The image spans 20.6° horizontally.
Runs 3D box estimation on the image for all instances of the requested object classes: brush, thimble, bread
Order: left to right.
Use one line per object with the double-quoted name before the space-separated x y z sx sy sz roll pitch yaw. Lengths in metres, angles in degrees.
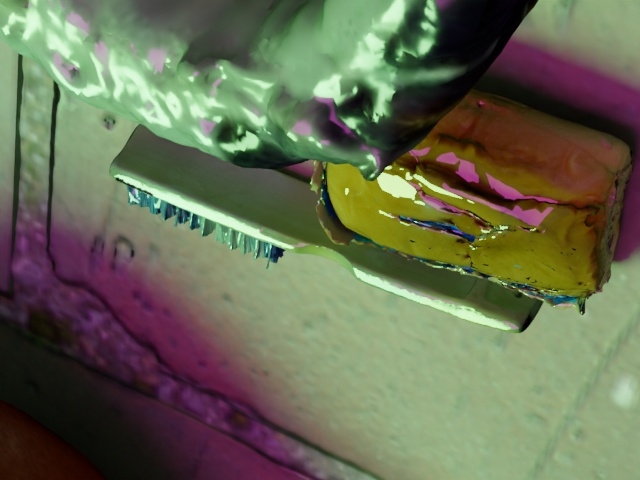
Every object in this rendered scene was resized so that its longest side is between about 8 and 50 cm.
"thimble" -0.026 -0.139 0.488 0.237 0.150 0.237 23 142 19
"brush" 0.000 0.000 0.664 0.178 0.033 0.030 21 135 20
"bread" 0.050 -0.018 0.606 0.106 0.053 0.072 18 132 16

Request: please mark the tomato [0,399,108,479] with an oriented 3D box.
"tomato" -0.186 0.181 0.835 0.338 0.144 0.338 15 129 19
